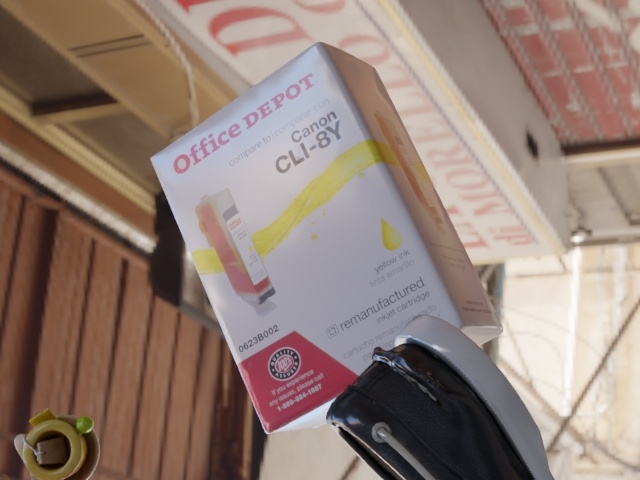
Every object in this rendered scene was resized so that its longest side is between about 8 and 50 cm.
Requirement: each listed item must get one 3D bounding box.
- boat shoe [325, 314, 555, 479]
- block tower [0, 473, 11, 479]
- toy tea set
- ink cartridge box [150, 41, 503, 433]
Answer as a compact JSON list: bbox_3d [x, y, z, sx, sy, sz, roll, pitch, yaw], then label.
[{"bbox_3d":[0.115,0.187,0.669,0.091,0.114,0.302,-40,-83,-18],"label":"boat shoe"},{"bbox_3d":[-0.207,0.134,0.512,0.091,0.335,0.097,-55,-22,18],"label":"block tower"},{"bbox_3d":[-0.369,0.338,1.220,0.200,0.336,0.124,55,180,15],"label":"toy tea set"},{"bbox_3d":[0.000,0.000,1.346,0.160,0.279,0.384,11,-129,-63],"label":"ink cartridge box"}]
